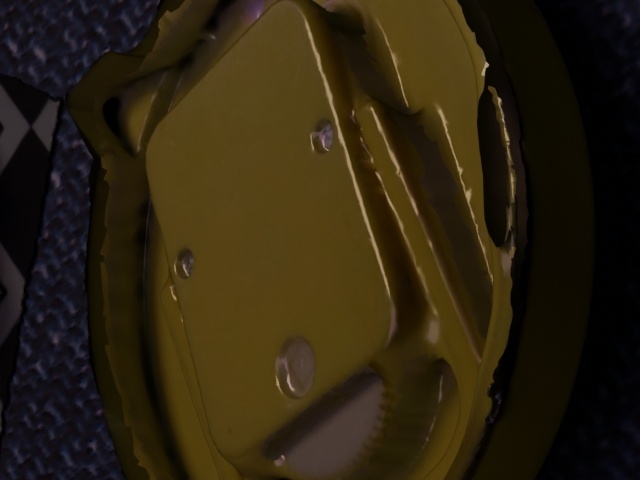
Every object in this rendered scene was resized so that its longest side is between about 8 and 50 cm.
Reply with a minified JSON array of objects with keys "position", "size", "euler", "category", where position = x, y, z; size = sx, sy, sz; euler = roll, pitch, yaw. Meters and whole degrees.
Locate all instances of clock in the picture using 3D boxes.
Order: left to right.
[{"position":[0.004,0.002,0.733],"size":[0.277,0.071,0.293],"euler":[-33,60,45],"category":"clock"}]

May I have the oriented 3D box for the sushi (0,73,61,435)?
[{"position":[-0.275,0.019,0.979],"size":[0.292,0.059,0.294],"euler":[23,108,38],"category":"sushi"}]
